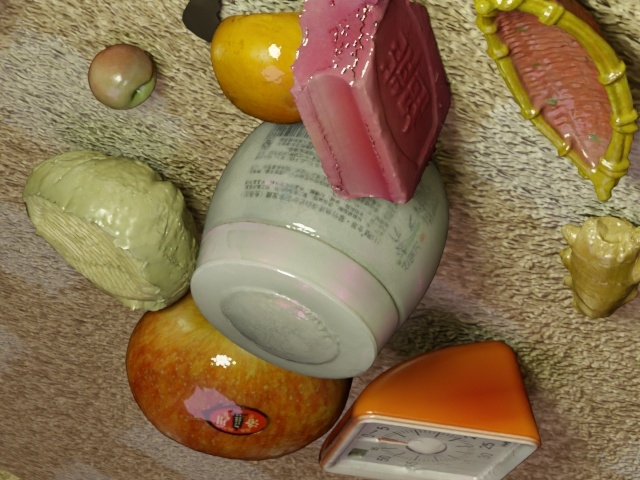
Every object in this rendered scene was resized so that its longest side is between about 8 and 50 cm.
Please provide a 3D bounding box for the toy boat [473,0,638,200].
[{"bbox_3d":[0.231,-0.164,1.622,0.141,0.099,0.318,7,151,37],"label":"toy boat"}]

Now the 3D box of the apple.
[{"bbox_3d":[-0.104,0.158,2.297,0.309,0.277,0.250,2,150,-25],"label":"apple"}]

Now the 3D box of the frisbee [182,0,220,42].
[{"bbox_3d":[-0.128,-0.291,1.782,0.187,0.012,0.211,41,150,-27],"label":"frisbee"}]

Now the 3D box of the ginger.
[{"bbox_3d":[0.325,0.030,1.908,0.115,0.081,0.205,0,152,-22],"label":"ginger"}]

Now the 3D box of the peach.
[{"bbox_3d":[-0.237,-0.195,1.972,0.083,0.083,0.083,19,153,10],"label":"peach"}]

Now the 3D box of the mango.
[{"bbox_3d":[-0.057,-0.183,1.806,0.141,0.102,0.217,11,171,-16],"label":"mango"}]

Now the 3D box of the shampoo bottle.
[{"bbox_3d":[0.000,0.000,1.920,0.273,0.266,0.273,20,153,11],"label":"shampoo bottle"}]

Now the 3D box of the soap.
[{"bbox_3d":[0.046,-0.163,1.700,0.099,0.162,0.250,11,151,25],"label":"soap"}]

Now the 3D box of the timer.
[{"bbox_3d":[0.137,0.252,2.281,0.250,0.161,0.257,-5,158,-16],"label":"timer"}]

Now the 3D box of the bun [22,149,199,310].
[{"bbox_3d":[-0.259,-0.027,2.211,0.259,0.152,0.259,30,156,15],"label":"bun"}]
